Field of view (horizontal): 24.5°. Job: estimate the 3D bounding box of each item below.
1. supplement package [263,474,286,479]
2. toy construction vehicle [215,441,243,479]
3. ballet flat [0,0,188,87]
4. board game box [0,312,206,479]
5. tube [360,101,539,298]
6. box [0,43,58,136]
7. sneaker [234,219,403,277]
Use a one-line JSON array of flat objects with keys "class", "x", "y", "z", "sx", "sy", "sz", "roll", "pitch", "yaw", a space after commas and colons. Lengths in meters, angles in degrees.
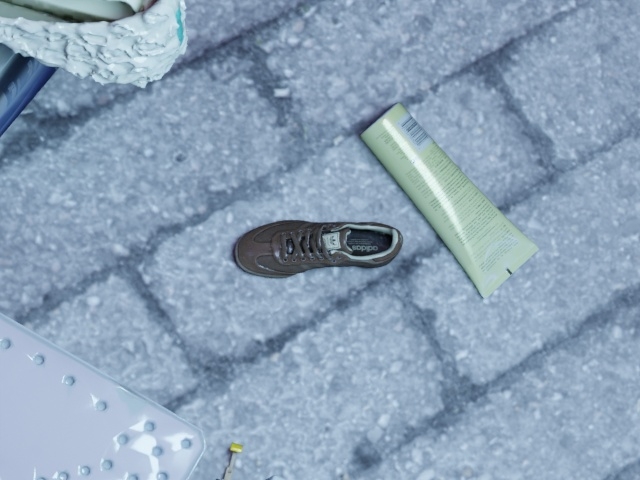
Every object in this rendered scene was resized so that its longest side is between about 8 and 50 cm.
[{"class": "supplement package", "x": 0.025, "y": 0.361, "z": 1.483, "sx": 0.262, "sy": 0.204, "sz": 0.145, "roll": 26, "pitch": 72, "yaw": -5}, {"class": "toy construction vehicle", "x": -0.131, "y": 0.256, "z": 1.570, "sx": 0.086, "sy": 0.035, "sz": 0.098, "roll": 13, "pitch": 73, "yaw": 0}, {"class": "ballet flat", "x": -0.307, "y": -0.250, "z": 1.299, "sx": 0.409, "sy": 0.147, "sz": 0.147, "roll": 13, "pitch": 73, "yaw": -11}, {"class": "board game box", "x": -0.375, "y": 0.271, "z": 1.486, "sx": 0.390, "sy": 0.050, "sz": 0.390, "roll": 30, "pitch": 74, "yaw": -1}, {"class": "tube", "x": 0.143, "y": -0.050, "z": 1.701, "sx": 0.070, "sy": 0.062, "sz": 0.240, "roll": -41, "pitch": 92, "yaw": 25}, {"class": "box", "x": -0.385, "y": -0.201, "z": 1.496, "sx": 0.182, "sy": 0.296, "sz": 0.294, "roll": 37, "pitch": 72, "yaw": -1}, {"class": "sneaker", "x": 0.000, "y": 0.000, "z": 1.643, "sx": 0.188, "sy": 0.071, "sz": 0.066, "roll": -5, "pitch": 77, "yaw": -14}]
